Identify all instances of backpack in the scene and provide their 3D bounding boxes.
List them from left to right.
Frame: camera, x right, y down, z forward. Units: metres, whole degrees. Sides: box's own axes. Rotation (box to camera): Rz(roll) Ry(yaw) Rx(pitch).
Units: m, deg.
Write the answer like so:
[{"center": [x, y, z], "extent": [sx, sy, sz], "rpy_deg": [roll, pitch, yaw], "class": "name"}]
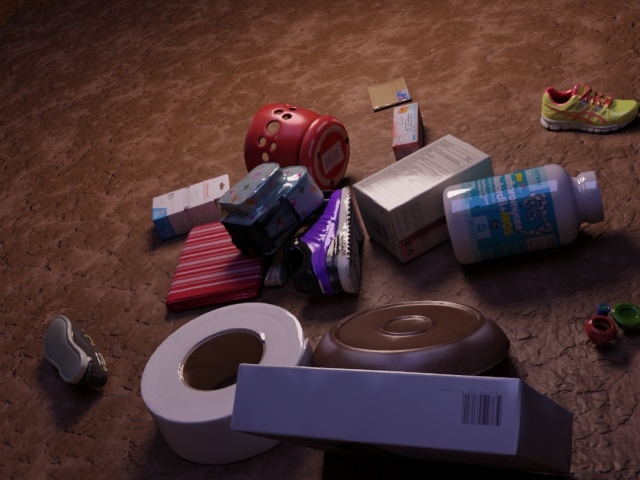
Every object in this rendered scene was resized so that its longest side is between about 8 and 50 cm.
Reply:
[{"center": [-0.094, -0.074, 1.911], "extent": [0.188, 0.144, 0.166], "rpy_deg": [-36, 17, -23], "class": "backpack"}]

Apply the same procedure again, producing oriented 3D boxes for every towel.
[{"center": [-0.198, 0.040, 1.974], "extent": [0.199, 0.031, 0.274], "rpy_deg": [-11, 33, 13], "class": "towel"}]

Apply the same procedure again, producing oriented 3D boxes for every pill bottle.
[{"center": [0.358, -0.051, 1.711], "extent": [0.264, 0.146, 0.146], "rpy_deg": [-13, 33, 11], "class": "pill bottle"}]

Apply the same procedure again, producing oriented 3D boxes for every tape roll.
[{"center": [-0.145, 0.230, 1.599], "extent": [0.286, 0.100, 0.286], "rpy_deg": [-14, 32, 9], "class": "tape roll"}]

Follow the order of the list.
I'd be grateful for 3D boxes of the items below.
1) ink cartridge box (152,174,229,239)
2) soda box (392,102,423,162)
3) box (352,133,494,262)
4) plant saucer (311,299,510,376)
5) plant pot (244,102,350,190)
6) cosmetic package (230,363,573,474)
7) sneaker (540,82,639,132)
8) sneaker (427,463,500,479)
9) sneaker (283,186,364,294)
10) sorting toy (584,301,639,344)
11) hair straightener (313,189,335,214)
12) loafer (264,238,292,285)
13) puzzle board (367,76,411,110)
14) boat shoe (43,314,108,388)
[{"center": [-0.279, -0.074, 2.158], "extent": [0.180, 0.060, 0.104], "rpy_deg": [-18, 32, 3], "class": "ink cartridge box"}, {"center": [0.194, -0.233, 2.144], "extent": [0.058, 0.063, 0.183], "rpy_deg": [-10, 34, 14], "class": "soda box"}, {"center": [0.204, -0.083, 1.857], "extent": [0.232, 0.126, 0.148], "rpy_deg": [-28, 33, -14], "class": "box"}, {"center": [0.136, 0.152, 1.513], "extent": [0.311, 0.050, 0.310], "rpy_deg": [-8, 14, 2], "class": "plant saucer"}, {"center": [-0.044, -0.198, 2.101], "extent": [0.174, 0.191, 0.191], "rpy_deg": [10, 43, 34], "class": "plant pot"}, {"center": [0.116, 0.239, 1.285], "extent": [0.377, 0.284, 0.097], "rpy_deg": [-1, 75, 27], "class": "cosmetic package"}, {"center": [0.551, -0.279, 1.999], "extent": [0.209, 0.094, 0.081], "rpy_deg": [2, 37, 28], "class": "sneaker"}, {"center": [0.117, 0.364, 1.267], "extent": [0.296, 0.104, 0.147], "rpy_deg": [1, 36, 19], "class": "sneaker"}, {"center": [0.000, 0.000, 1.864], "extent": [0.146, 0.102, 0.293], "rpy_deg": [-12, 33, 13], "class": "sneaker"}, {"center": [0.448, 0.131, 1.499], "extent": [0.102, 0.042, 0.061], "rpy_deg": [-17, 46, -19], "class": "sorting toy"}, {"center": [-0.082, -0.072, 2.021], "extent": [0.231, 0.047, 0.089], "rpy_deg": [3, 34, 5], "class": "hair straightener"}, {"center": [-0.081, 0.042, 1.901], "extent": [0.039, 0.045, 0.125], "rpy_deg": [-13, 35, 23], "class": "loafer"}, {"center": [0.169, -0.362, 2.399], "extent": [0.097, 0.011, 0.128], "rpy_deg": [-15, 33, 5], "class": "puzzle board"}, {"center": [-0.461, 0.212, 1.824], "extent": [0.081, 0.069, 0.228], "rpy_deg": [-58, 34, 5], "class": "boat shoe"}]
